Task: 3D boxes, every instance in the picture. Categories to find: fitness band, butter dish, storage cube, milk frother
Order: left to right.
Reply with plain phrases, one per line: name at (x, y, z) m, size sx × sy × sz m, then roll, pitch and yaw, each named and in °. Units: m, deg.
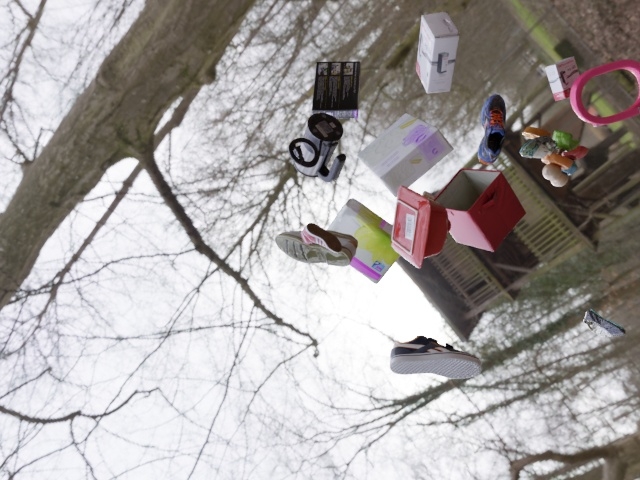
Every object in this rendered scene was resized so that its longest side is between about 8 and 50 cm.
milk frother at (-0.026, -0.194, 1.211) m, size 0.143 × 0.134 × 0.129 m, roll -10°, pitch -117°, yaw -24°
butter dish at (0.241, -0.034, 1.221) m, size 0.118 × 0.160 × 0.160 m, roll -1°, pitch -161°, yaw -18°
storage cube at (0.518, -0.103, 1.765) m, size 0.193 × 0.183 × 0.215 m, roll 48°, pitch 166°, yaw -27°
fitness band at (1.039, -0.527, 1.918) m, size 0.054 × 0.291 × 0.209 m, roll -125°, pitch 17°, yaw -81°

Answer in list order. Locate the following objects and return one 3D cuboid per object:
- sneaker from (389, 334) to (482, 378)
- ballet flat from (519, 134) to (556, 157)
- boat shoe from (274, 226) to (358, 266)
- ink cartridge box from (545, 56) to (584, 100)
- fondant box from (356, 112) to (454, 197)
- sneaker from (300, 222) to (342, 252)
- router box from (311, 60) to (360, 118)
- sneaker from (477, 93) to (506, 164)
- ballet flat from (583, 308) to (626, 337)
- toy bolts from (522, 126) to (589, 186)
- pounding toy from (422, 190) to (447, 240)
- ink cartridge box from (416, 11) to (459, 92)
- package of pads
sneaker at (0.409, 0.408, 1.918) m, size 0.321 × 0.126 × 0.127 m, roll 3°, pitch -141°, yaw 6°
ballet flat at (0.670, -0.281, 1.627) m, size 0.188 × 0.070 × 0.070 m, roll -26°, pitch -107°, yaw -44°
boat shoe at (-0.012, 0.014, 1.884) m, size 0.302 × 0.113 × 0.103 m, roll 13°, pitch -135°, yaw 25°
ink cartridge box at (0.928, -0.615, 2.038) m, size 0.135 × 0.099 × 0.056 m, roll 66°, pitch 164°, yaw -12°
fondant box at (0.274, -0.297, 1.813) m, size 0.096 × 0.238 × 0.330 m, roll 47°, pitch -172°, yaw -23°
sneaker at (0.000, 0.000, 1.460) m, size 0.118 × 0.067 × 0.042 m, roll 37°, pitch -120°, yaw -10°
router box at (0.048, -0.442, 1.573) m, size 0.046 × 0.133 × 0.178 m, roll 75°, pitch -161°, yaw -66°
sneaker at (0.555, -0.354, 1.697) m, size 0.083 × 0.221 × 0.087 m, roll 3°, pitch 180°, yaw -3°
ballet flat at (0.994, 0.305, 1.891) m, size 0.074 × 0.074 × 0.203 m, roll 40°, pitch -173°, yaw -10°
toy bolts at (0.818, -0.289, 1.904) m, size 0.229 × 0.158 × 0.218 m, roll 14°, pitch -170°, yaw -41°
pounding toy at (0.442, -0.105, 2.170) m, size 0.154 × 0.155 × 0.269 m, roll 22°, pitch 151°, yaw 28°
ink cartridge box at (0.399, -0.643, 1.843) m, size 0.092 × 0.218 × 0.158 m, roll -7°, pitch -130°, yaw -5°
package of pads at (0.174, -0.001, 2.109) m, size 0.297 × 0.229 × 0.101 m, roll 35°, pitch -149°, yaw 1°
